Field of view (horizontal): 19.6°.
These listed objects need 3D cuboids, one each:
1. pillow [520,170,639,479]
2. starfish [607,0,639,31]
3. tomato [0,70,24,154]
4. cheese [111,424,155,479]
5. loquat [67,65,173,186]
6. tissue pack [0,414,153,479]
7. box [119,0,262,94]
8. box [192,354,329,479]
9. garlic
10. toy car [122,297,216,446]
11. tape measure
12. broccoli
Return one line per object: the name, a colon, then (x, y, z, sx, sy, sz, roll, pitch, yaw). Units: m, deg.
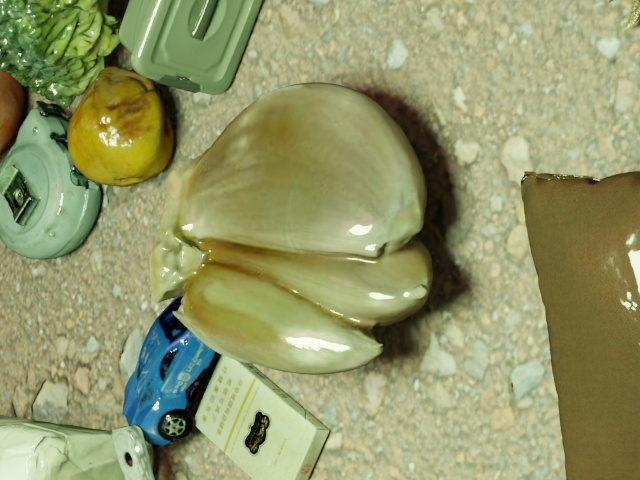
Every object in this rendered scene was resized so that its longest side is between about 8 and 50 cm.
pillow: (0.303, 0.077, 1.435, 0.308, 0.108, 0.305, -8, 91, 39)
starfish: (0.282, -0.222, 1.596, 0.086, 0.016, 0.092, 21, 94, 47)
tomato: (-0.441, -0.170, 2.254, 0.199, 0.112, 0.228, -23, 71, 32)
cheese: (-0.170, 0.306, 1.928, 0.127, 0.049, 0.235, -12, 95, 54)
loquat: (-0.217, -0.125, 2.035, 0.137, 0.113, 0.137, -173, 90, -71)
tissue pack: (-0.367, 0.327, 2.058, 0.356, 0.194, 0.266, 0, 83, 46)
box: (-0.139, -0.253, 1.964, 0.093, 0.124, 0.172, 41, 112, 52)
box: (-0.063, 0.189, 1.885, 0.167, 0.024, 0.090, 36, 109, 43)
garlic: (-0.012, -0.013, 1.768, 0.325, 0.132, 0.279, 6, 85, 30)
toy car: (-0.148, 0.114, 1.939, 0.216, 0.063, 0.103, -64, 28, 18)
tape measure: (-0.365, 0.009, 2.179, 0.330, 0.084, 0.164, -59, 44, 20)
broccoli: (-0.291, -0.283, 2.076, 0.248, 0.245, 0.288, 64, 167, -25)
